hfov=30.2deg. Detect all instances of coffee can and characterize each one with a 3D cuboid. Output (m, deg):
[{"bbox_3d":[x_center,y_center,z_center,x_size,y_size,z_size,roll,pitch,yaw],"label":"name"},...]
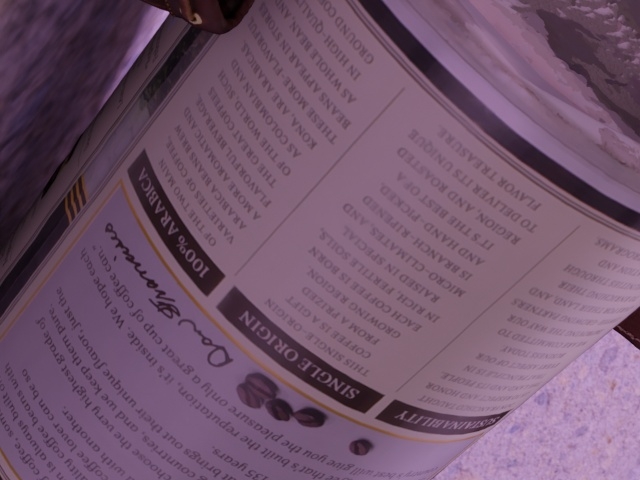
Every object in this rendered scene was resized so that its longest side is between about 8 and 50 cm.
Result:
[{"bbox_3d":[0.000,0.000,0.464,0.275,0.201,0.201,-47,-179,31],"label":"coffee can"}]

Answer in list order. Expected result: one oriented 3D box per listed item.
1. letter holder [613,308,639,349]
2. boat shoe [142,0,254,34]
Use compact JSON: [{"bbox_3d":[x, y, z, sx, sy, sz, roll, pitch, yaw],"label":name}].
[{"bbox_3d":[0.153,-0.123,0.717,0.152,0.302,0.214,-50,175,-48],"label":"letter holder"},{"bbox_3d":[-0.022,-0.125,0.265,0.073,0.073,0.207,-48,174,-26],"label":"boat shoe"}]
